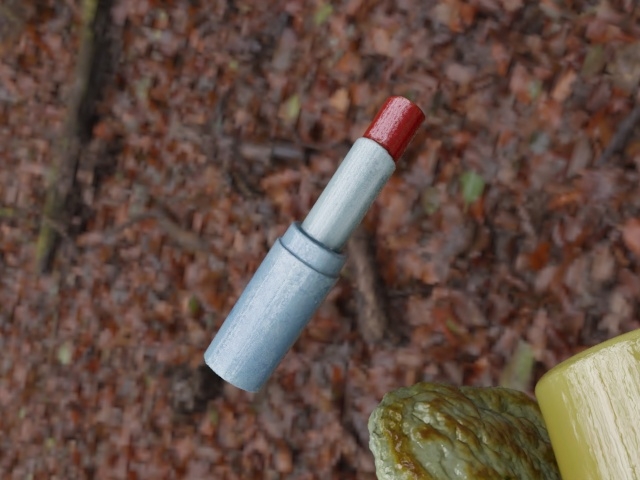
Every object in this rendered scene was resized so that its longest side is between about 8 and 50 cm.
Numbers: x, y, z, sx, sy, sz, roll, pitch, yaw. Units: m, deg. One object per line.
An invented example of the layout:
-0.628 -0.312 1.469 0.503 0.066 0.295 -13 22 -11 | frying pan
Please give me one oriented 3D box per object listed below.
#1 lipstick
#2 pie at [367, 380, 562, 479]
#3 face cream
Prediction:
0.000 0.000 0.974 0.274 0.061 0.068 -57 -10 11 | lipstick
0.151 0.218 1.064 0.090 0.248 0.201 -55 45 28 | pie
0.298 0.168 0.931 0.218 0.218 0.179 -41 58 50 | face cream
